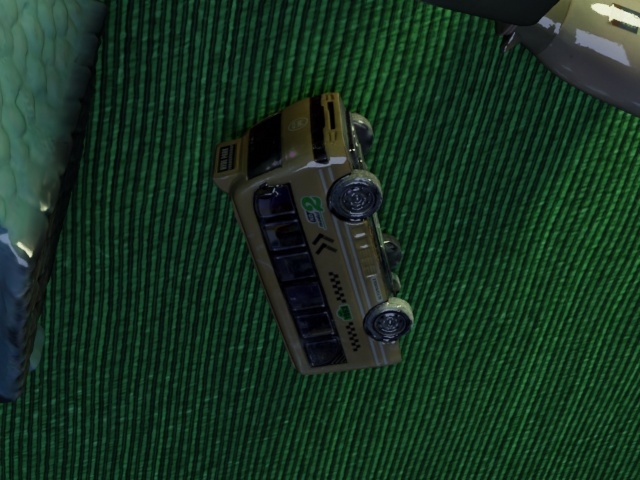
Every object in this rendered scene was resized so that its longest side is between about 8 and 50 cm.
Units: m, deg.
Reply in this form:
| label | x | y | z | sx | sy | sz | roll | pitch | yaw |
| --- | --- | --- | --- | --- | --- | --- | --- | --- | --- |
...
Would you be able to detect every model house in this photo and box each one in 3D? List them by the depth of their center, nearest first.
| label | x | y | z | sx | sy | sz | roll | pitch | yaw |
| --- | --- | --- | --- | --- | --- | --- | --- | --- | --- |
| model house | -0.317 | -0.077 | 0.770 | 0.298 | 0.360 | 0.339 | -10 | 137 | 11 |

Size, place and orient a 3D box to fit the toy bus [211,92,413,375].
| label | x | y | z | sx | sy | sz | roll | pitch | yaw |
| --- | --- | --- | --- | --- | --- | --- | --- | --- | --- |
| toy bus | 0.000 | 0.000 | 0.968 | 0.157 | 0.139 | 0.289 | -13 | 128 | 6 |

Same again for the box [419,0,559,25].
| label | x | y | z | sx | sy | sz | roll | pitch | yaw |
| --- | --- | --- | --- | --- | --- | --- | --- | --- | --- |
| box | 0.111 | -0.309 | 0.690 | 0.221 | 0.290 | 0.166 | 11 | 141 | -15 |

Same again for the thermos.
| label | x | y | z | sx | sy | sz | roll | pitch | yaw |
| --- | --- | --- | --- | --- | --- | --- | --- | --- | --- |
| thermos | 0.267 | -0.213 | 0.895 | 0.193 | 0.105 | 0.137 | 20 | 93 | -12 |
